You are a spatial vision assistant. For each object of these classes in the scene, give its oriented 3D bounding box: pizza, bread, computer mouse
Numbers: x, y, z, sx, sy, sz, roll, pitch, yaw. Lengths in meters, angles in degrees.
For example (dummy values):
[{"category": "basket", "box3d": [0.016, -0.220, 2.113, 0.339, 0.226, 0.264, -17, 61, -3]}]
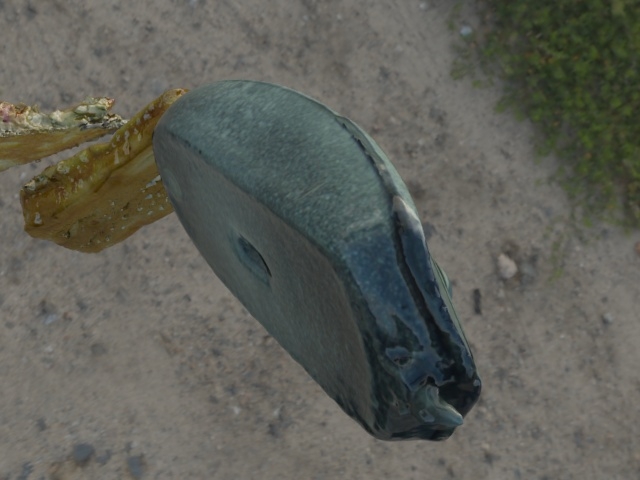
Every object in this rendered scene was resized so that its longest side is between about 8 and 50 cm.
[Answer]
[{"category": "pizza", "box3d": [-0.442, -0.167, 1.413, 0.287, 0.251, 0.074, -17, 87, 8]}, {"category": "bread", "box3d": [-0.210, -0.076, 1.068, 0.139, 0.271, 0.077, 23, 46, -49]}, {"category": "computer mouse", "box3d": [0.004, -0.003, 0.398, 0.068, 0.229, 0.113, -29, 131, -19]}]
